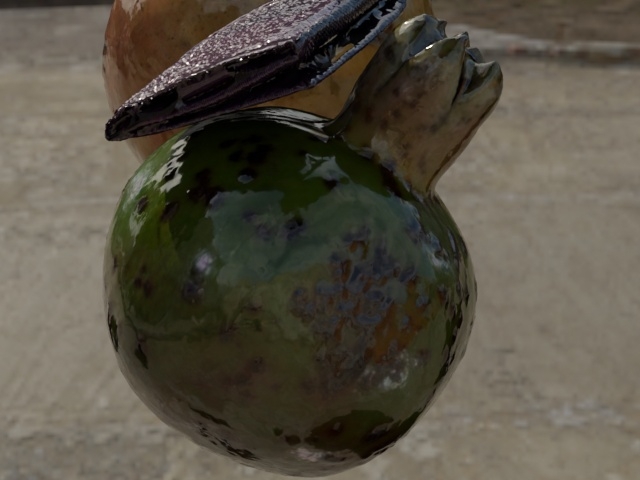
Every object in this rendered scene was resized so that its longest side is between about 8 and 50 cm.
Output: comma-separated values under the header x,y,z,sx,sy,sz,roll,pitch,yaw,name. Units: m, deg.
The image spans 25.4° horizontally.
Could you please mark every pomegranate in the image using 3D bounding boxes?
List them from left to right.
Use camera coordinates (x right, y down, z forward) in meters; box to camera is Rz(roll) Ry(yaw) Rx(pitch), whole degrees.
x,y,z,sx,sy,sz,roll,pitch,yaw,name
-0.044,-0.176,1.313,0.322,0.322,0.322,0,20,0,pomegranate
0.000,0.000,0.701,0.202,0.248,0.202,32,14,-9,pomegranate

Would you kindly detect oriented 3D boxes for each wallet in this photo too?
x,y,z,sx,sy,sz,roll,pitch,yaw,name
-0.028,-0.095,0.692,0.111,0.030,0.166,-13,18,24,wallet
